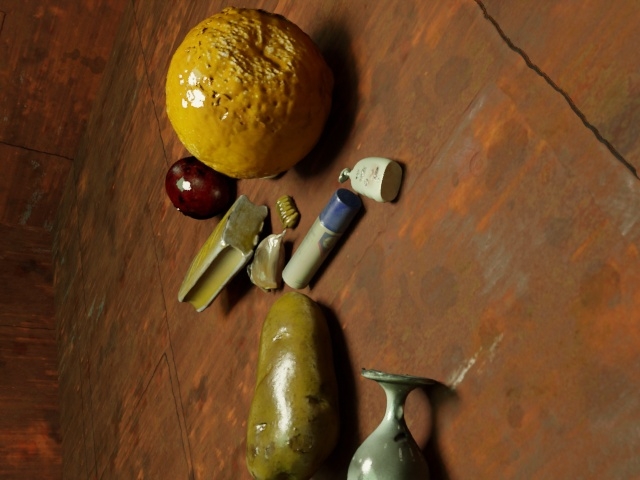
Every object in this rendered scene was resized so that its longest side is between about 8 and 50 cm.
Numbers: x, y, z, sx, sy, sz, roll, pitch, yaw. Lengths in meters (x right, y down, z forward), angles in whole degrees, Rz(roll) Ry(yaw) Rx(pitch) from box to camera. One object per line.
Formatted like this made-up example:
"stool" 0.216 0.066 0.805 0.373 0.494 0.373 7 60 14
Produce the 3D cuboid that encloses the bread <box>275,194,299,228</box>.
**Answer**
"bread" -0.075 -0.063 1.570 0.049 0.033 0.088 -52 40 29

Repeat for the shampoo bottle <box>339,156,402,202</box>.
"shampoo bottle" 0.085 -0.115 1.306 0.152 0.045 0.077 23 102 60

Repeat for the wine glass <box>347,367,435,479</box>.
"wine glass" 0.105 0.317 1.074 0.126 0.126 0.241 -5 76 59

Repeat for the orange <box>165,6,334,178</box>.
"orange" -0.146 -0.287 1.468 0.293 0.340 0.341 123 145 -59

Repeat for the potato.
"potato" -0.048 0.264 1.331 0.195 0.176 0.369 74 -165 -60

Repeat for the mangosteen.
"mangosteen" -0.301 -0.153 1.857 0.200 0.199 0.200 -24 62 55

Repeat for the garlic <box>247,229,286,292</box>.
"garlic" -0.107 0.040 1.574 0.084 0.066 0.152 17 102 32

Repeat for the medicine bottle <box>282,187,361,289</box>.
"medicine bottle" 0.000 0.000 1.401 0.231 0.059 0.059 -56 38 35

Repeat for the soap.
"soap" -0.231 0.034 1.704 0.274 0.089 0.174 -47 19 44

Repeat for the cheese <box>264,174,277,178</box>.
"cheese" -0.153 -0.225 1.709 0.248 0.070 0.164 7 87 60
